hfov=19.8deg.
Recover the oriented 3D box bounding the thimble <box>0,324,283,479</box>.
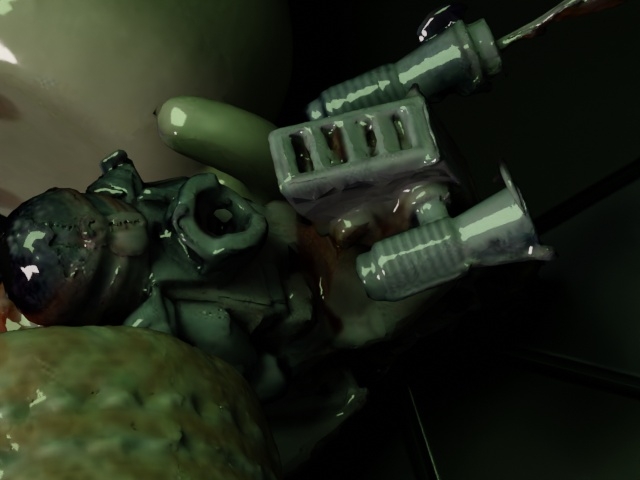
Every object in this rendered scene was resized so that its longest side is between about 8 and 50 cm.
[{"bbox_3d":[-0.113,0.150,0.734,0.229,0.196,0.148,-31,48,17],"label":"thimble"}]

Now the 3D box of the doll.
[{"bbox_3d":[-0.110,-0.166,1.016,0.226,0.215,0.370,-2,61,7],"label":"doll"}]

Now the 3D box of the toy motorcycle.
[{"bbox_3d":[0.000,0.000,0.818,0.401,0.207,0.134,-23,53,13],"label":"toy motorcycle"}]
